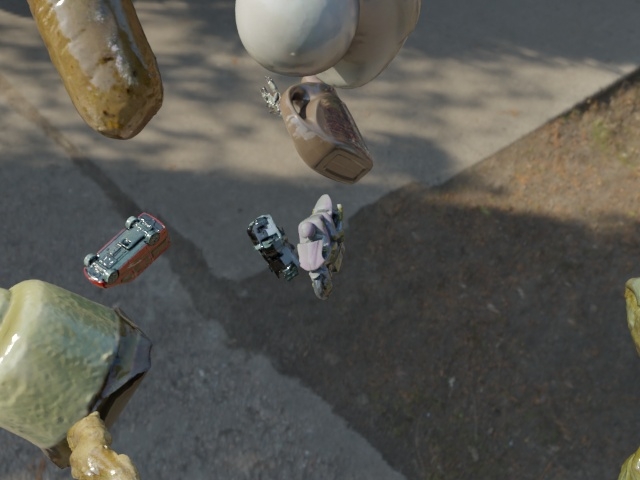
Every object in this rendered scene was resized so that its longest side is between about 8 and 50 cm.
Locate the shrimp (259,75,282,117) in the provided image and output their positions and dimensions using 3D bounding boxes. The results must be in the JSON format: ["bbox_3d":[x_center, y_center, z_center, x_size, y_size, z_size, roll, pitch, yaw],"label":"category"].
[{"bbox_3d":[-0.089,-0.264,1.555,0.029,0.038,0.092,-10,72,-52],"label":"shrimp"}]

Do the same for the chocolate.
[{"bbox_3d":[-0.558,0.241,1.625,0.297,0.314,0.326,33,0,-42],"label":"chocolate"}]

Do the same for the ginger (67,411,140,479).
[{"bbox_3d":[-0.320,0.328,1.195,0.089,0.075,0.288,-44,32,-10],"label":"ginger"}]

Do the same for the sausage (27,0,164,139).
[{"bbox_3d":[-0.311,-0.365,1.009,0.136,0.123,0.501,-17,90,-37],"label":"sausage"}]

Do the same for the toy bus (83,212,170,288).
[{"bbox_3d":[-0.420,0.033,1.795,0.081,0.089,0.195,31,64,26],"label":"toy bus"}]

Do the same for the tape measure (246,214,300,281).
[{"bbox_3d":[-0.072,0.006,1.236,0.054,0.091,0.094,-33,32,0],"label":"tape measure"}]

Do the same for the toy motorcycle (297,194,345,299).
[{"bbox_3d":[0.000,0.000,1.684,0.073,0.152,0.225,-9,47,23],"label":"toy motorcycle"}]

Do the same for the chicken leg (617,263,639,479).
[{"bbox_3d":[0.302,0.182,0.672,0.152,0.429,0.201,-19,30,-3],"label":"chicken leg"}]

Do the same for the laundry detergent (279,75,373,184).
[{"bbox_3d":[-0.008,-0.219,1.451,0.171,0.076,0.237,19,40,-45],"label":"laundry detergent"}]

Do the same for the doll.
[{"bbox_3d":[-0.002,-0.255,0.912,0.221,0.251,0.221,-9,57,14],"label":"doll"}]
